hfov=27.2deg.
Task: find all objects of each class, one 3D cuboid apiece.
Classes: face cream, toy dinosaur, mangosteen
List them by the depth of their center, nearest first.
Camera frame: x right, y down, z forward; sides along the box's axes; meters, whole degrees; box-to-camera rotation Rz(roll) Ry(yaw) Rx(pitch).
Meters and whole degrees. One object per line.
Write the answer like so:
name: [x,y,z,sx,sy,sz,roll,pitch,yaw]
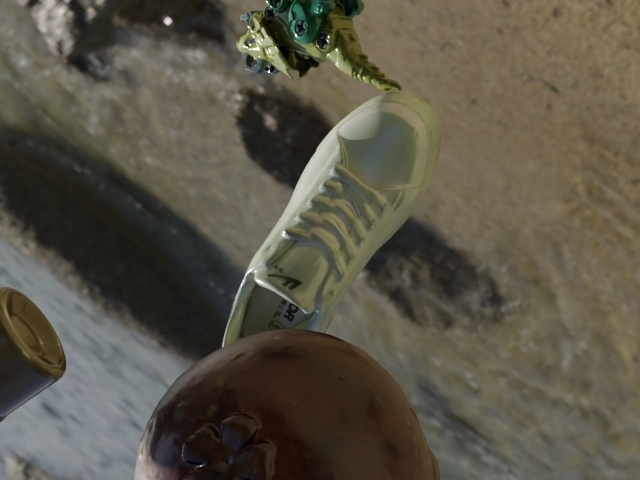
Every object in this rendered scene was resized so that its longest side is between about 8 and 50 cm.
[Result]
mangosteen: [-0.011,0.180,0.961,0.215,0.215,0.257,26,175,32]
face cream: [-0.350,0.160,1.001,0.084,0.341,0.137,49,-170,-40]
toy dinosaur: [0.002,-0.242,1.506,0.259,0.094,0.153,25,114,38]

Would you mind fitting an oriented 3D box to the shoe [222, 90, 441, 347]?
shoe: [0.000,0.000,1.453,0.132,0.363,0.160,34,-159,8]
